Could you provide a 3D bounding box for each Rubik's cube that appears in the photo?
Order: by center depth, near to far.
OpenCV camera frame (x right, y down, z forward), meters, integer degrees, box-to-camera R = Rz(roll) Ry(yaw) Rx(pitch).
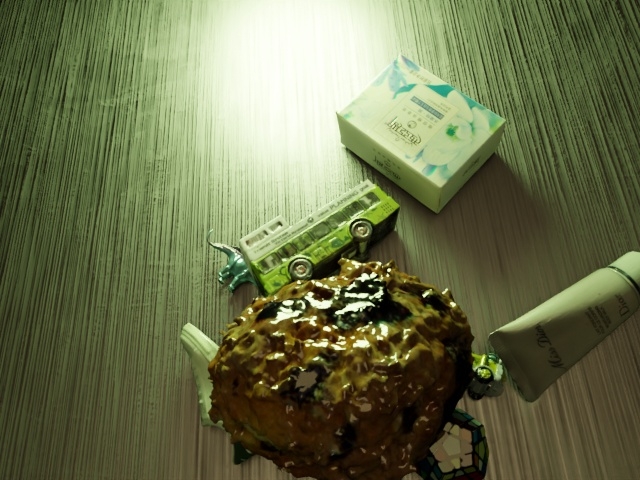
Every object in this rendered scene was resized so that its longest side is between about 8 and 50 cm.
[{"bbox_3d":[0.204,0.331,0.842,0.112,0.133,0.133,-18,63,-28],"label":"Rubik's cube"}]

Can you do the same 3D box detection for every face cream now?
[{"bbox_3d":[0.448,0.136,0.917,0.314,0.089,0.143,-34,96,-4],"label":"face cream"}]

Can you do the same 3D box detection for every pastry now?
[{"bbox_3d":[0.045,0.191,0.771,0.405,0.292,0.337,-14,22,-21],"label":"pastry"}]

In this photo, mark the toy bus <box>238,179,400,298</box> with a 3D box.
[{"bbox_3d":[0.000,0.000,1.004,0.301,0.113,0.139,-32,67,-16],"label":"toy bus"}]

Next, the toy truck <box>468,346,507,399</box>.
[{"bbox_3d":[0.267,0.222,0.911,0.111,0.076,0.077,18,50,13],"label":"toy truck"}]

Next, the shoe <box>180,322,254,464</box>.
[{"bbox_3d":[-0.184,0.268,0.925,0.110,0.095,0.265,-43,71,-12],"label":"shoe"}]

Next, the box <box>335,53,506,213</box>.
[{"bbox_3d":[0.200,-0.223,1.082,0.274,0.116,0.203,41,77,20],"label":"box"}]

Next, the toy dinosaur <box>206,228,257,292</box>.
[{"bbox_3d":[-0.166,0.055,1.044,0.080,0.045,0.197,-40,76,-21],"label":"toy dinosaur"}]
